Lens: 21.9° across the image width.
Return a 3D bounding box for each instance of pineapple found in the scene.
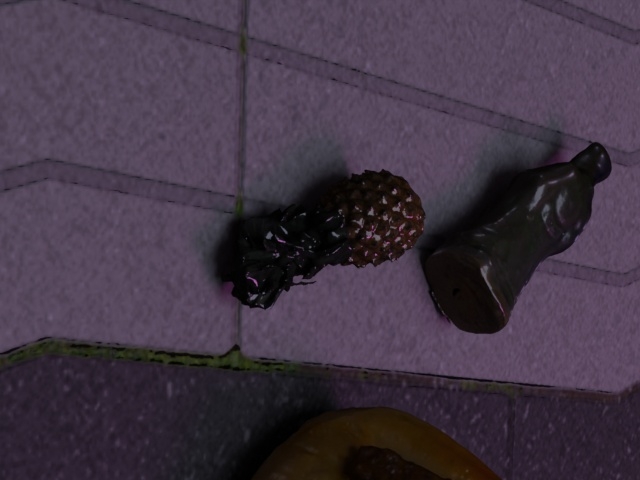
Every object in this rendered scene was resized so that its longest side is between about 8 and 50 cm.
[{"bbox_3d":[0.000,0.000,1.161,0.159,0.074,0.074,-23,112,-36],"label":"pineapple"}]

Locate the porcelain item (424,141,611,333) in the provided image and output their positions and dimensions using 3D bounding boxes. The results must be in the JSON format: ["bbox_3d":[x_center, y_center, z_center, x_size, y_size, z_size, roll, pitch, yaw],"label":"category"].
[{"bbox_3d":[0.173,-0.018,1.343,0.216,0.069,0.081,-43,113,-34],"label":"porcelain item"}]

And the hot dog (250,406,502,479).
[{"bbox_3d":[0.095,0.317,1.194,0.185,0.223,0.405,-41,123,-33],"label":"hot dog"}]
